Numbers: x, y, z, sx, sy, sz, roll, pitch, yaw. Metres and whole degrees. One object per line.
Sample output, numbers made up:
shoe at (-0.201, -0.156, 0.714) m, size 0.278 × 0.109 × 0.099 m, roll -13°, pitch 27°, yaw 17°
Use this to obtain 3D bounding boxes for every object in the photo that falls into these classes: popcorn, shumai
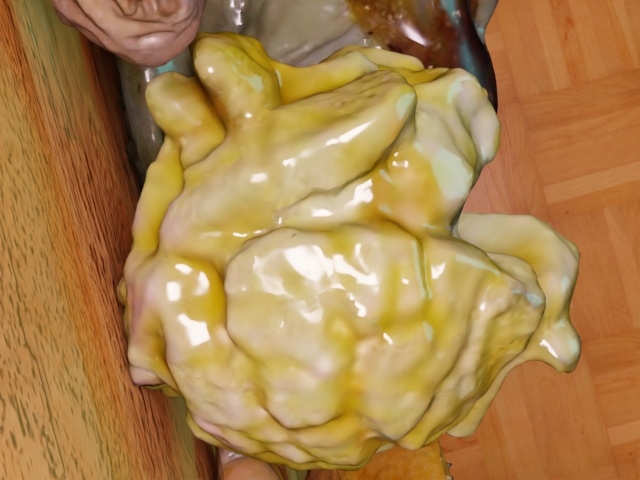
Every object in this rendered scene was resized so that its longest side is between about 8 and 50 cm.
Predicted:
popcorn at (0.001, 0.000, 0.558) m, size 0.185 × 0.167 × 0.187 m, roll 9°, pitch 62°, yaw -58°
shumai at (-0.013, -0.106, 0.763) m, size 0.272 × 0.204 × 0.222 m, roll -110°, pitch -176°, yaw -54°

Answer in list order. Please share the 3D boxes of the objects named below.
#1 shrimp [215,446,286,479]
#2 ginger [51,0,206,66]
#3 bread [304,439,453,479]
shrimp at (-0.017, 0.204, 0.672) m, size 0.133 × 0.053 × 0.236 m, roll 127°, pitch -53°, yaw -66°
ginger at (-0.108, -0.181, 0.538) m, size 0.122 × 0.084 × 0.290 m, roll 105°, pitch -26°, yaw -45°
bread at (0.065, 0.265, 1.080) m, size 0.139 × 0.143 × 0.229 m, roll -104°, pitch 176°, yaw -78°
